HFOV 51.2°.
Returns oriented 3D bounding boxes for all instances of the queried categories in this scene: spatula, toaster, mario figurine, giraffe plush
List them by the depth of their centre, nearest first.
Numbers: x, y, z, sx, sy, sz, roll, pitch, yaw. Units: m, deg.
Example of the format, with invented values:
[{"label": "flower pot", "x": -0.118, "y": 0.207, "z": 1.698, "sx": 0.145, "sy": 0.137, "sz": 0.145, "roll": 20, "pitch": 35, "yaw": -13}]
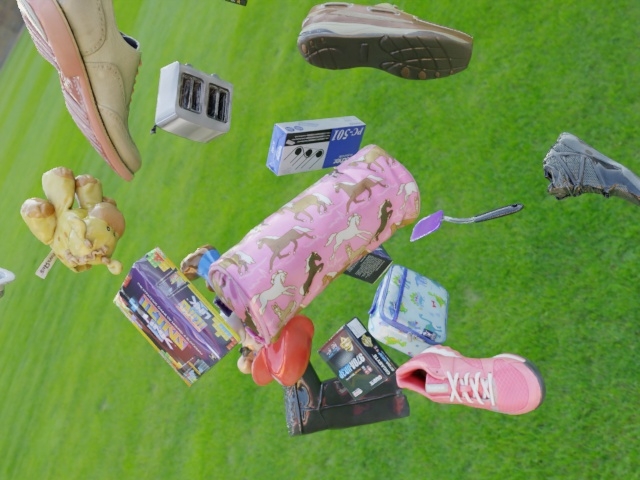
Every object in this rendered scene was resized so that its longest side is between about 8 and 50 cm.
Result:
[{"label": "giraffe plush", "x": -0.428, "y": -0.019, "z": 1.209, "sx": 0.170, "sy": 0.181, "sz": 0.210, "roll": 8, "pitch": 80, "yaw": 44}, {"label": "mario figurine", "x": -0.149, "y": 0.154, "z": 1.216, "sx": 0.320, "sy": 0.198, "sz": 0.170, "roll": 43, "pitch": 129, "yaw": 37}, {"label": "spatula", "x": 0.363, "y": -0.055, "z": 1.676, "sx": 0.296, "sy": 0.030, "sz": 0.084, "roll": -11, "pitch": 36, "yaw": 29}, {"label": "toaster", "x": -0.320, "y": -0.340, "z": 1.678, "sx": 0.110, "sy": 0.168, "sz": 0.185, "roll": -12, "pitch": 69, "yaw": 49}]

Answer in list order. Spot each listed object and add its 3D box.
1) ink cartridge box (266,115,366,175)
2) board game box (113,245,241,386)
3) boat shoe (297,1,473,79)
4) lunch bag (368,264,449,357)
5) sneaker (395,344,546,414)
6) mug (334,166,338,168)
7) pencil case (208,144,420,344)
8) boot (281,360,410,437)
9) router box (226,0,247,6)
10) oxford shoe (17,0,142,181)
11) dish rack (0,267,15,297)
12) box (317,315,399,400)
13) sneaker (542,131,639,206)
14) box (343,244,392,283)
[{"label": "ink cartridge box", "x": -0.007, "y": -0.196, "z": 1.370, "sx": 0.046, "sy": 0.207, "sz": 0.097, "roll": 44, "pitch": 133, "yaw": 36}, {"label": "board game box", "x": -0.203, "y": 0.110, "z": 0.926, "sx": 0.048, "sy": 0.170, "sz": 0.141, "roll": -41, "pitch": -3, "yaw": -37}, {"label": "boat shoe", "x": 0.122, "y": -0.389, "z": 1.247, "sx": 0.122, "sy": 0.324, "sz": 0.120, "roll": 100, "pitch": 177, "yaw": -64}, {"label": "lunch bag", "x": 0.207, "y": 0.164, "z": 1.564, "sx": 0.090, "sy": 0.176, "sz": 0.219, "roll": -62, "pitch": 2, "yaw": 37}, {"label": "sneaker", "x": 0.270, "y": 0.276, "z": 1.258, "sx": 0.314, "sy": 0.136, "sz": 0.116, "roll": -3, "pitch": 94, "yaw": 53}, {"label": "mug", "x": 0.027, "y": -0.226, "z": 1.685, "sx": 0.062, "sy": 0.078, "sz": 0.064, "roll": -65, "pitch": 7, "yaw": -30}, {"label": "pencil case", "x": 0.000, "y": 0.000, "z": 1.110, "sx": 0.386, "sy": 0.160, "sz": 0.167, "roll": -40, "pitch": -9, "yaw": -24}, {"label": "boot", "x": 0.086, "y": 0.499, "z": 2.418, "sx": 0.146, "sy": 0.445, "sz": 0.367, "roll": 165, "pitch": 100, "yaw": -75}, {"label": "router box", "x": -0.273, "y": -0.662, "z": 1.465, "sx": 0.309, "sy": 0.243, "sz": 0.081, "roll": 105, "pitch": 180, "yaw": -76}, {"label": "oxford shoe", "x": -0.343, "y": -0.253, "z": 1.095, "sx": 0.146, "sy": 0.397, "sz": 0.140, "roll": -35, "pitch": 62, "yaw": -20}, {"label": "dish rack", "x": -0.799, "y": 0.083, "z": 1.271, "sx": 0.285, "sy": 0.333, "sz": 0.072, "roll": -31, "pitch": -45, "yaw": -71}, {"label": "box", "x": 0.094, "y": 0.315, "z": 1.767, "sx": 0.051, "sy": 0.175, "sz": 0.220, "roll": -33, "pitch": -11, "yaw": -32}, {"label": "sneaker", "x": 0.548, "y": -0.112, "z": 1.357, "sx": 0.227, "sy": 0.087, "sz": 0.130, "roll": 39, "pitch": 90, "yaw": 23}, {"label": "box", "x": 0.099, "y": 0.029, "z": 2.097, "sx": 0.108, "sy": 0.207, "sz": 0.153, "roll": -52, "pitch": 44, "yaw": 21}]
